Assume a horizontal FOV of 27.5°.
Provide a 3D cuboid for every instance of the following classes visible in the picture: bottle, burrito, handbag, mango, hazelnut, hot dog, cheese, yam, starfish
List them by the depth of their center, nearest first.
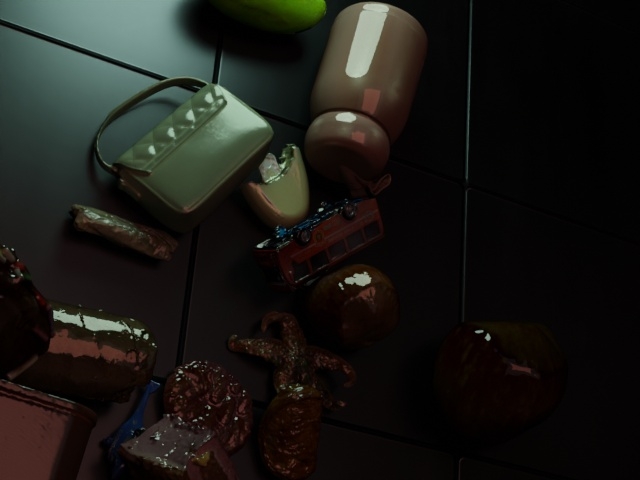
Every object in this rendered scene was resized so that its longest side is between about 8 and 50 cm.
[{"bbox_3d":[-0.353,0.146,1.794,0.238,0.128,0.129,12,98,-21],"label":"yam"},{"bbox_3d":[-0.040,0.284,1.947,0.099,0.065,0.147,0,97,-30],"label":"hot dog"},{"bbox_3d":[-0.292,-0.011,1.948,0.171,0.042,0.051,24,29,-26],"label":"burrito"},{"bbox_3d":[-0.046,0.189,2.018,0.209,0.053,0.150,19,54,-17],"label":"starfish"},{"bbox_3d":[-0.219,-0.150,2.032,0.219,0.079,0.256,39,59,10],"label":"handbag"},{"bbox_3d":[0.049,0.099,2.057,0.154,0.143,0.143,-15,78,-24],"label":"hazelnut"},{"bbox_3d":[0.293,0.230,2.102,0.233,0.218,0.218,5,67,-30],"label":"hazelnut"},{"bbox_3d":[-0.050,-0.035,2.103,0.127,0.049,0.235,-21,89,-36],"label":"cheese"},{"bbox_3d":[0.079,-0.229,2.200,0.206,0.173,0.297,52,44,-45],"label":"bottle"},{"bbox_3d":[-0.098,-0.417,2.204,0.232,0.111,0.125,8,70,-30],"label":"mango"}]

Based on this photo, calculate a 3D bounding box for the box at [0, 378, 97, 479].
[{"bbox_3d":[-0.482,0.289,1.588,0.339,0.239,0.229,22,62,-22],"label":"box"}]

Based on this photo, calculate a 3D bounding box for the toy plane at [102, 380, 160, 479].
[{"bbox_3d":[-0.265,0.261,1.848,0.062,0.054,0.167,17,59,5],"label":"toy plane"}]

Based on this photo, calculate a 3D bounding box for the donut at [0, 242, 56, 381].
[{"bbox_3d":[-0.498,0.040,1.598,0.345,0.259,0.136,22,61,16],"label":"donut"}]

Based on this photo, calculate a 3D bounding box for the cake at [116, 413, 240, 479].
[{"bbox_3d":[-0.150,0.375,1.812,0.116,0.112,0.295,-45,115,-33],"label":"cake"}]

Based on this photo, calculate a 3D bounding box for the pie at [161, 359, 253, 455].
[{"bbox_3d":[-0.166,0.249,1.918,0.154,0.036,0.154,12,63,-25],"label":"pie"}]

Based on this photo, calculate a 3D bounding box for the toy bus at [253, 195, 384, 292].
[{"bbox_3d":[0.000,0.000,2.061,0.235,0.073,0.096,-31,109,-36],"label":"toy bus"}]
